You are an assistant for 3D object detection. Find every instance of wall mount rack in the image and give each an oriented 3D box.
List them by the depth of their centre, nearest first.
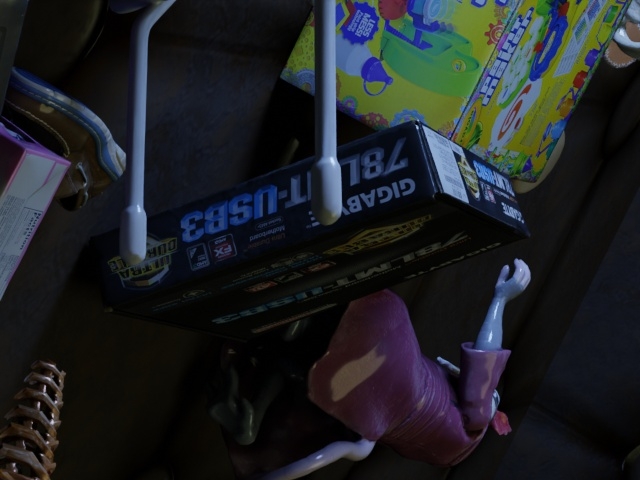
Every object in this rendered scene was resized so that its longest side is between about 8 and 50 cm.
[{"bbox_3d":[-0.021,-0.143,1.262,0.130,0.350,0.304,50,55,-21],"label":"wall mount rack"}]

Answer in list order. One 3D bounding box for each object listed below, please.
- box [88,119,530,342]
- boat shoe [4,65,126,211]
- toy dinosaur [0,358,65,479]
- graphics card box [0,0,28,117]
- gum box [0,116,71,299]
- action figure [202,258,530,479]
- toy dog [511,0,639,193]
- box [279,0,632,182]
[{"bbox_3d":[0.000,0.000,1.631,0.295,0.073,0.293,-19,166,16],"label":"box"},{"bbox_3d":[-0.186,-0.063,1.371,0.066,0.066,0.183,-56,159,-7],"label":"boat shoe"},{"bbox_3d":[-0.254,0.190,1.113,0.322,0.218,0.164,-42,159,-60],"label":"toy dinosaur"},{"bbox_3d":[-0.331,-0.031,0.899,0.371,0.094,0.233,-6,122,-44],"label":"graphics card box"},{"bbox_3d":[-0.251,-0.005,1.242,0.188,0.107,0.062,-62,159,4],"label":"gum box"},{"bbox_3d":[0.081,0.153,1.917,0.248,0.276,0.370,-29,142,33],"label":"action figure"},{"bbox_3d":[0.234,-0.197,1.969,0.333,0.220,0.161,-40,163,18],"label":"toy dog"},{"bbox_3d":[0.149,-0.224,1.765,0.290,0.177,0.279,-63,158,9],"label":"box"}]
